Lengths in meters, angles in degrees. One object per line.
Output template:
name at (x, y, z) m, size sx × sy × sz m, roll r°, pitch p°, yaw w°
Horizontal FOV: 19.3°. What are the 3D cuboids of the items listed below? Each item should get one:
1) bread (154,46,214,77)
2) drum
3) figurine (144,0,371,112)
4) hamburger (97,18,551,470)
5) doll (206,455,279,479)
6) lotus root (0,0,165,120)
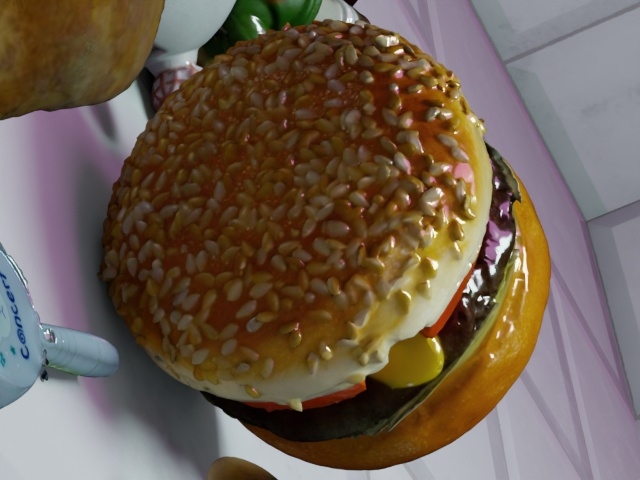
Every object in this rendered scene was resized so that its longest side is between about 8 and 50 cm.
bread at (-0.097, -0.162, 1.810) m, size 0.210 × 0.099 × 0.235 m, roll 39°, pitch 36°, yaw -57°
drum at (-0.188, 0.077, 1.196) m, size 0.253 × 0.049 × 0.130 m, roll 46°, pitch 25°, yaw -55°
figurine at (-0.099, -0.233, 1.615) m, size 0.370 × 0.167 × 0.281 m, roll 13°, pitch 62°, yaw -47°
hamburger at (0.000, 0.000, 1.458) m, size 0.250 × 0.330 × 0.330 m, roll 42°, pitch 29°, yaw -56°
doll at (0.010, 0.306, 1.343) m, size 0.318 × 0.209 × 0.340 m, roll 38°, pitch -6°, yaw 33°
lotus root at (-0.241, -0.191, 1.091) m, size 0.316 × 0.316 × 0.250 m, roll -78°, pitch 161°, yaw -66°
